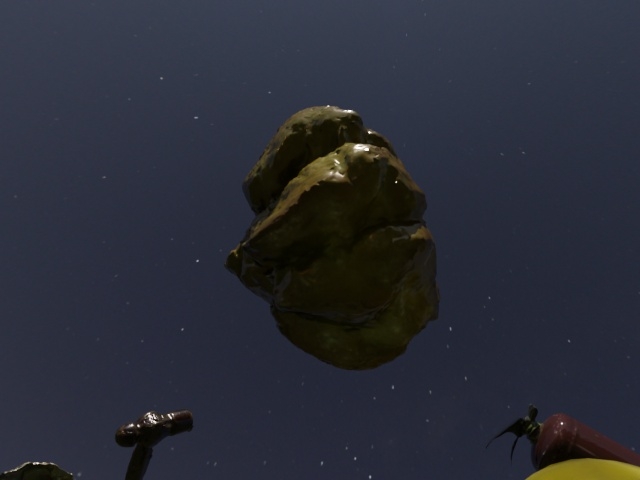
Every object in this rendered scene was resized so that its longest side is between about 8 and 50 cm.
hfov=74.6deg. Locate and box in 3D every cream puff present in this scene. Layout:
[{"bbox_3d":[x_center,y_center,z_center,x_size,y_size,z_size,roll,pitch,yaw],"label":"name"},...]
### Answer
[{"bbox_3d":[0.017,-0.001,0.413,0.196,0.244,0.244,-44,-85,0],"label":"cream puff"}]

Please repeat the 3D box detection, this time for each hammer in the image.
[{"bbox_3d":[-0.162,0.223,0.364,0.021,0.065,0.178,32,-72,37],"label":"hammer"}]

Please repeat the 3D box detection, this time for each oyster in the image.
[{"bbox_3d":[-0.472,0.406,0.663,0.165,0.053,0.108,-47,-55,5],"label":"oyster"}]

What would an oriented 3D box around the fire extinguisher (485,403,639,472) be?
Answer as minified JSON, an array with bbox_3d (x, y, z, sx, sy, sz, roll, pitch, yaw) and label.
[{"bbox_3d":[0.464,0.393,0.690,0.337,0.114,0.135,28,-93,24],"label":"fire extinguisher"}]

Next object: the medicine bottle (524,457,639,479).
[{"bbox_3d":[0.181,0.244,0.214,0.124,0.238,0.124,-4,-40,-3],"label":"medicine bottle"}]
